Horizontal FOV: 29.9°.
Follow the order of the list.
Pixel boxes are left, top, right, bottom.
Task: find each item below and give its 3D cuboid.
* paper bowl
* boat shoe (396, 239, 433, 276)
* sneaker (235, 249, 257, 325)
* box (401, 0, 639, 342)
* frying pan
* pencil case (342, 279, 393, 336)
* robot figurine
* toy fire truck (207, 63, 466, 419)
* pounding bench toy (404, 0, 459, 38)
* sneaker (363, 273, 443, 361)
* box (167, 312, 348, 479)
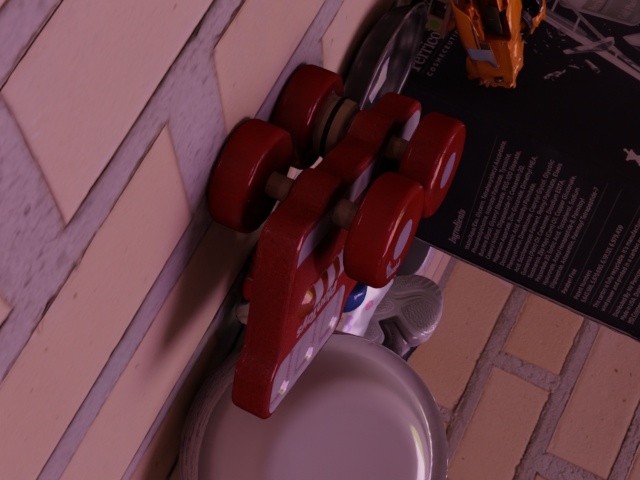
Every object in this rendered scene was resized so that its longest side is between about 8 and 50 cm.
[{"bbox_3d":[0.001,0.237,1.276,0.284,0.284,0.148,-64,-161,-9],"label":"paper bowl"},{"bbox_3d":[0.145,-0.049,1.828,0.076,0.080,0.228,34,55,-65],"label":"boat shoe"},{"bbox_3d":[0.000,0.000,1.328,0.279,0.107,0.118,-51,155,-56],"label":"sneaker"},{"bbox_3d":[0.367,-0.184,1.683,0.480,0.472,0.297,-57,165,-36],"label":"box"},{"bbox_3d":[0.073,-0.170,1.434,0.197,0.053,0.326,-63,170,-9],"label":"frying pan"},{"bbox_3d":[-0.008,0.135,1.534,0.124,0.113,0.273,32,83,-89],"label":"pencil case"},{"bbox_3d":[0.196,-0.330,1.391,0.211,0.085,0.291,-63,146,-34],"label":"robot figurine"},{"bbox_3d":[0.009,-0.005,1.139,0.302,0.169,0.254,-51,159,-51],"label":"toy fire truck"},{"bbox_3d":[0.139,-0.278,1.475,0.052,0.065,0.083,-57,167,-39],"label":"pounding bench toy"},{"bbox_3d":[0.079,0.168,1.700,0.268,0.101,0.153,-50,166,-40],"label":"sneaker"},{"bbox_3d":[-0.068,0.181,1.399,0.275,0.094,0.113,-64,169,-8],"label":"box"}]
